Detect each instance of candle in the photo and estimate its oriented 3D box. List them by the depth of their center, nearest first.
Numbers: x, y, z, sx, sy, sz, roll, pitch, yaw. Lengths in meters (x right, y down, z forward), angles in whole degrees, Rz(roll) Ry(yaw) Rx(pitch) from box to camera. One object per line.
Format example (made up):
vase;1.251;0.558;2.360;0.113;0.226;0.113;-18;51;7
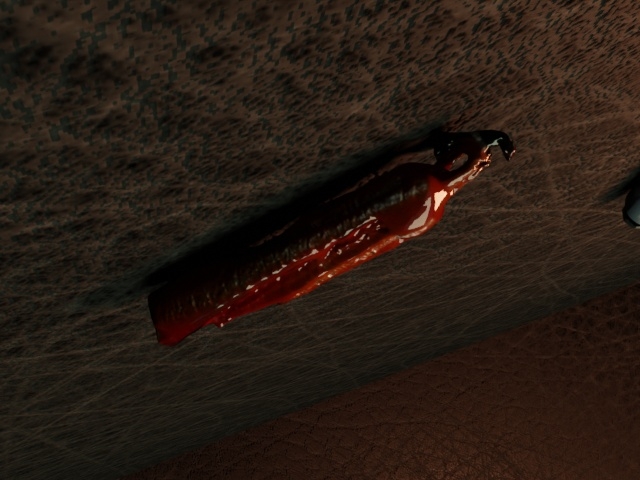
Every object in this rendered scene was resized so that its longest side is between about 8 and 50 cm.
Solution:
candle;0.000;0.000;0.578;0.301;0.059;0.084;-29;173;23

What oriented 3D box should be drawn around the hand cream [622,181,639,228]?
hand cream;0.408;-0.075;0.901;0.088;0.055;0.256;-12;162;-7
